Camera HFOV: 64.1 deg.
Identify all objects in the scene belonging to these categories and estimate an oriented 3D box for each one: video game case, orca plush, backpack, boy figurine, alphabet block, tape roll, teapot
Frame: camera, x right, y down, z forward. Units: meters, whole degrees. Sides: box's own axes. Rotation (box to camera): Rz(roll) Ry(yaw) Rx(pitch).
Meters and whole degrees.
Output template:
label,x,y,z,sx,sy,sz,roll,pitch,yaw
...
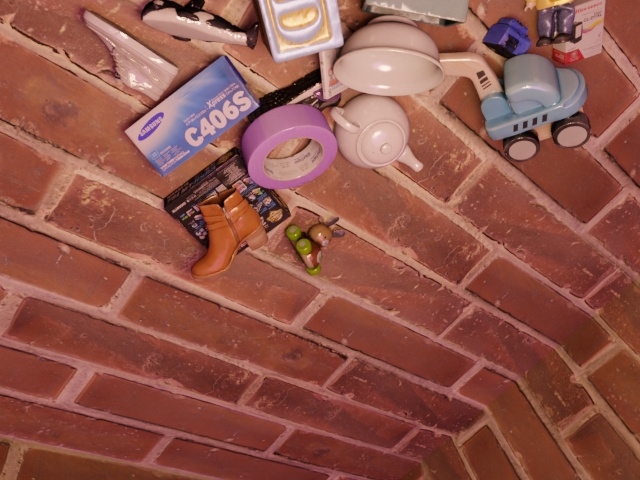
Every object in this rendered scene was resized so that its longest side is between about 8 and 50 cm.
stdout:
label,x,y,z,sx,sy,sz,roll,pitch,yaw
video game case,0.048,-0.489,1.434,0.019,0.157,0.143,13,126,30
orca plush,-0.299,-0.575,1.296,0.287,0.151,0.102,5,87,-3
backpack,0.572,-0.599,1.530,0.120,0.098,0.101,23,112,-27
boy figurine,0.674,-0.710,1.451,0.177,0.092,0.285,7,118,33
alphabet block,-0.067,-0.588,1.294,0.192,0.197,0.193,-15,127,-4
tape roll,-0.092,-0.271,1.512,0.274,0.090,0.275,-16,153,-9
teapot,0.166,-0.318,1.557,0.256,0.187,0.253,-15,127,-4

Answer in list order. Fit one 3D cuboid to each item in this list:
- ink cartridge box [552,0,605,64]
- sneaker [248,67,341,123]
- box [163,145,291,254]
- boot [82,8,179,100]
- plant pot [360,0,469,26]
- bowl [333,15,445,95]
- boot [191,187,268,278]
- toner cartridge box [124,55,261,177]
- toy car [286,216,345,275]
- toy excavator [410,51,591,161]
label,x,y,z,sx,sy,sz,roll,pitch,yaw
ink cartridge box,0.791,-0.651,1.571,0.127,0.072,0.175,-20,128,-1
sneaker,-0.068,-0.385,1.498,0.283,0.107,0.124,-25,133,2
box,-0.295,-0.104,1.649,0.295,0.073,0.293,-35,127,9
boot,-0.506,-0.466,1.317,0.258,0.095,0.123,30,105,-32
plant pot,0.250,-0.687,1.267,0.247,0.248,0.252,10,110,-2
bowl,0.186,-0.504,1.369,0.297,0.298,0.134,7,84,-20
boot,-0.320,-0.020,1.586,0.283,0.109,0.220,-28,128,1
toner cartridge box,-0.354,-0.345,1.433,0.347,0.075,0.165,-34,107,9
toy car,0.000,0.000,1.774,0.188,0.149,0.155,-31,140,-8
toy excavator,0.537,-0.455,1.528,0.432,0.222,0.445,-15,136,33
